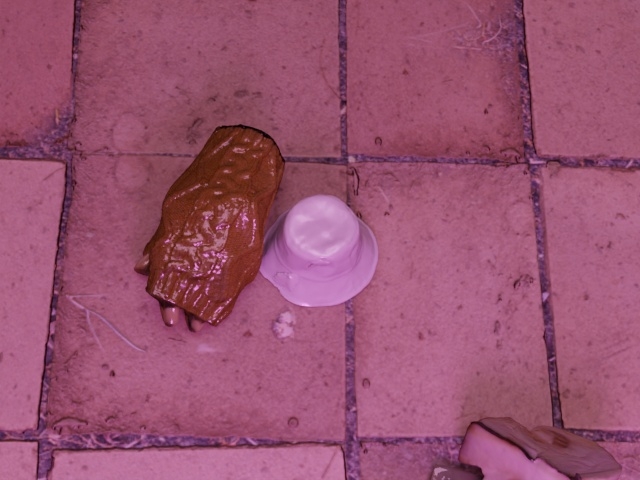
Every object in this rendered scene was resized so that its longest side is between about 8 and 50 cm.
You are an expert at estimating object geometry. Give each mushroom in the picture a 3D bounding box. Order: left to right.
[{"bbox_3d":[0.331,0.372,1.839,0.173,0.236,0.162,9,103,-39],"label":"mushroom"}]

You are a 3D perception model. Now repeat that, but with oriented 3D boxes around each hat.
[{"bbox_3d":[0.000,0.000,1.997,0.203,0.126,0.203,2,64,-3],"label":"hat"}]

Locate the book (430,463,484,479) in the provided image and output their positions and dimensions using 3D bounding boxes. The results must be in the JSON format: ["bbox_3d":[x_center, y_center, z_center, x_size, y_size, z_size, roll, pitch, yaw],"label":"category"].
[{"bbox_3d":[0.284,0.470,1.860,0.282,0.025,0.215,16,66,4],"label":"book"}]

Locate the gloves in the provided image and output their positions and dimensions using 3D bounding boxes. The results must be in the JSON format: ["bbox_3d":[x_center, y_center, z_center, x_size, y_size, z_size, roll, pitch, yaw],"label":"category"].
[{"bbox_3d":[-0.180,-0.025,1.977,0.203,0.155,0.356,13,73,19],"label":"gloves"}]
